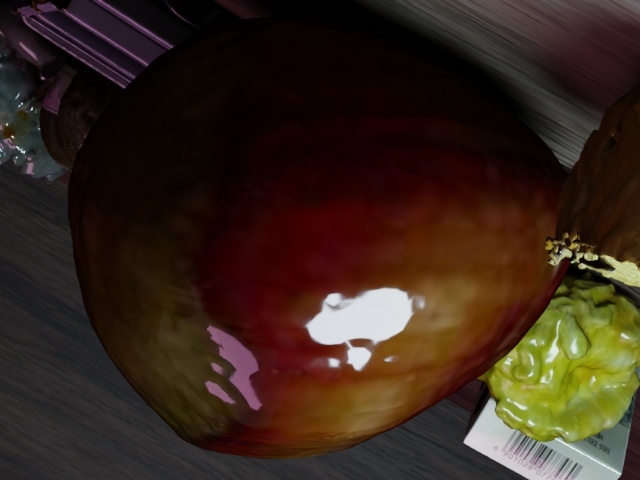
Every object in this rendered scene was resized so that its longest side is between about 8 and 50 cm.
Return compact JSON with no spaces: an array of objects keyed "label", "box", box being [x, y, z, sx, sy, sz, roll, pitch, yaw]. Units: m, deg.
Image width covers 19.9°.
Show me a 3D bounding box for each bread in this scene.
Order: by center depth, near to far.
[{"label":"bread","box":[0.241,-0.024,1.161,0.160,0.147,0.260,20,178,2]}]

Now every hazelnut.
[{"label":"hazelnut","box":[0.000,0.000,1.453,0.421,0.353,0.421,4,164,1]}]

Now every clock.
[{"label":"clock","box":[-0.158,-0.190,1.705,0.253,0.083,0.186,33,172,-22]}]

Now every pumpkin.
[{"label":"pumpkin","box":[-0.179,-0.096,1.934,0.260,0.189,0.260,24,-178,-1]}]

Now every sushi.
[{"label":"sushi","box":[-0.443,-0.214,2.213,0.417,0.176,0.417,29,172,4]}]

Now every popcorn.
[{"label":"popcorn","box":[0.241,0.114,1.878,0.197,0.197,0.155,34,-168,-32]}]

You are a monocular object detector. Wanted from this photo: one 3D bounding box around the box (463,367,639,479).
[{"label":"box","box":[0.266,0.176,2.053,0.164,0.069,0.256,29,-150,0]}]
